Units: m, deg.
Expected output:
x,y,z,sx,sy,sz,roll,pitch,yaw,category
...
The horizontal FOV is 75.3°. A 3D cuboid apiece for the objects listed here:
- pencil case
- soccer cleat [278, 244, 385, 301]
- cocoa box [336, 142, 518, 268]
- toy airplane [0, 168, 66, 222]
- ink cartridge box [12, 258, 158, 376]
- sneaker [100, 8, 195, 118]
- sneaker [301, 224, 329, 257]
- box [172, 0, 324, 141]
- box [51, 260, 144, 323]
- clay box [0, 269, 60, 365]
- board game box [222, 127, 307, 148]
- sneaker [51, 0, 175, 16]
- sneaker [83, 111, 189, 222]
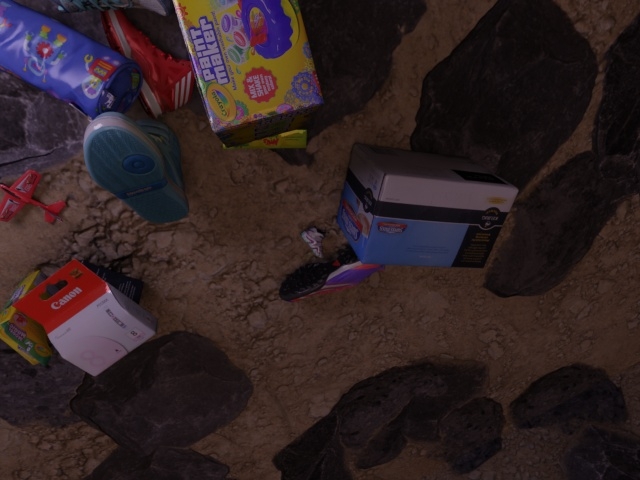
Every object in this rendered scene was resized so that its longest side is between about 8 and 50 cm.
x,y,z,sx,sy,sz,roll,pitch,yaw,category
-0.475,-0.316,0.724,0.306,0.119,0.133,26,88,-6,pencil case
0.039,0.106,1.172,0.318,0.108,0.116,-28,127,-2,soccer cleat
0.248,-0.083,1.041,0.347,0.231,0.228,3,119,-17,cocoa box
-0.637,-0.089,0.915,0.151,0.028,0.151,-7,122,-11,toy airplane
-0.509,0.176,0.903,0.189,0.066,0.232,-35,127,7,ink cartridge box
-0.332,-0.369,0.826,0.128,0.087,0.221,-30,120,-23,sneaker
0.000,0.000,1.136,0.069,0.038,0.098,-34,123,7,sneaker
-0.133,-0.332,0.714,0.177,0.279,0.289,-16,101,-6,box
-0.532,0.151,1.007,0.158,0.156,0.093,27,110,-27,box
-0.656,0.181,0.951,0.053,0.222,0.127,-26,122,0,clay box
-0.129,-0.240,0.930,0.181,0.092,0.043,-4,121,-13,board game box
-0.388,-0.428,0.702,0.283,0.110,0.122,20,80,-4,sneaker
-0.358,-0.185,0.808,0.127,0.208,0.319,-12,158,-7,sneaker
